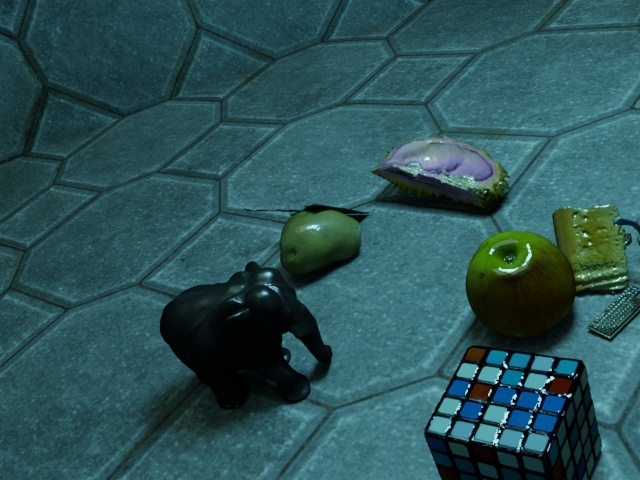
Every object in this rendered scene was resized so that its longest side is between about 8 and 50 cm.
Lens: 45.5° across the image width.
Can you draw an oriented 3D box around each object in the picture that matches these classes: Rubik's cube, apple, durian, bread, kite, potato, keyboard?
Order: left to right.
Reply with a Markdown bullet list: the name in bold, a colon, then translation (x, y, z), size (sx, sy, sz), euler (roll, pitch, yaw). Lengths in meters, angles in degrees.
- **kite**: translation (-0.031, -0.074, 1.866), size (0.314, 0.011, 0.335), euler (1, -3, -10)
- **potato**: translation (0.000, 0.000, 1.761), size (0.194, 0.157, 0.157), euler (-5, 32, -2)
- **durian**: translation (0.306, -0.156, 1.832), size (0.341, 0.112, 0.191), euler (16, 38, 34)
- **Rubik's cube**: translation (0.282, 0.286, 1.103), size (0.182, 0.187, 0.184), euler (3, 37, 36)
- **apple**: translation (0.358, 0.074, 1.382), size (0.196, 0.196, 0.196), euler (-16, 32, 10)
- **bread**: translation (0.528, 0.020, 1.474), size (0.140, 0.169, 0.160), euler (-7, -6, 23)
- **keyboard**: translation (0.530, 0.125, 1.347), size (0.129, 0.015, 0.049), euler (-36, 34, -21)

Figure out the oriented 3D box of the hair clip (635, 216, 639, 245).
- **hair clip**: translation (0.689, -0.051, 1.466), size (0.146, 0.075, 0.257), euler (13, 52, 22)

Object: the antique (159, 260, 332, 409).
- **antique**: translation (-0.157, 0.183, 1.471), size (0.322, 0.255, 0.185), euler (-9, 32, 17)

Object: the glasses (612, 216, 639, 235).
- **glasses**: translation (0.566, 0.058, 1.273), size (0.088, 0.220, 0.190), euler (-53, 28, 23)
